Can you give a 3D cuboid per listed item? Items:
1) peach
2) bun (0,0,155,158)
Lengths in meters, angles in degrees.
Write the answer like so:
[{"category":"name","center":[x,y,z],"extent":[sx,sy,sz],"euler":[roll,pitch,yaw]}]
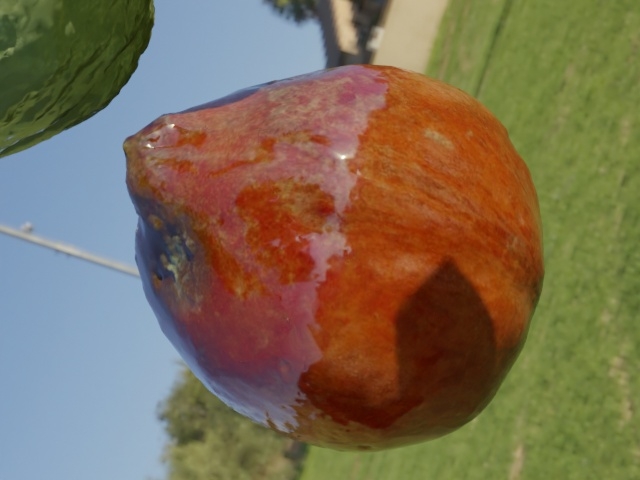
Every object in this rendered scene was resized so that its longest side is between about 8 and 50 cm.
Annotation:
[{"category":"peach","center":[0.000,0.000,0.738],"extent":[0.232,0.257,0.232],"euler":[-35,36,31]},{"category":"bun","center":[-0.151,-0.082,0.397],"extent":[0.195,0.195,0.118],"euler":[-61,-18,-71]}]
